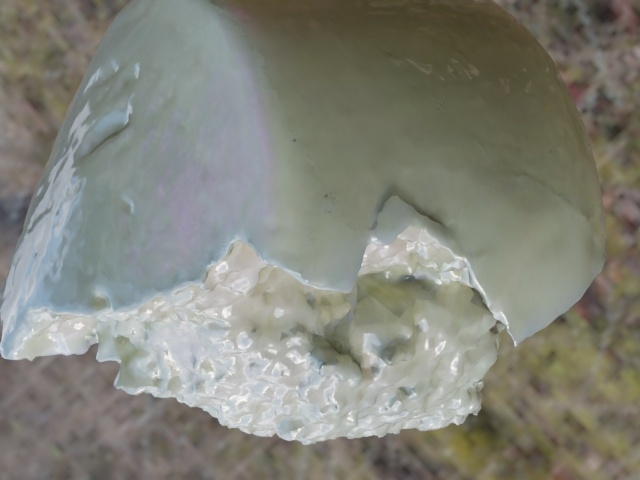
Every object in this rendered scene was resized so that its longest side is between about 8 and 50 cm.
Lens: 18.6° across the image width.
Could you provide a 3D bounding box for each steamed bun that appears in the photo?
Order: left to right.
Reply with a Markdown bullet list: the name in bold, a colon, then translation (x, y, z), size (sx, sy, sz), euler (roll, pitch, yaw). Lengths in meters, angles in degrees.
- **steamed bun**: translation (0.000, 0.000, 0.757), size (0.170, 0.225, 0.200), euler (34, 116, 36)
